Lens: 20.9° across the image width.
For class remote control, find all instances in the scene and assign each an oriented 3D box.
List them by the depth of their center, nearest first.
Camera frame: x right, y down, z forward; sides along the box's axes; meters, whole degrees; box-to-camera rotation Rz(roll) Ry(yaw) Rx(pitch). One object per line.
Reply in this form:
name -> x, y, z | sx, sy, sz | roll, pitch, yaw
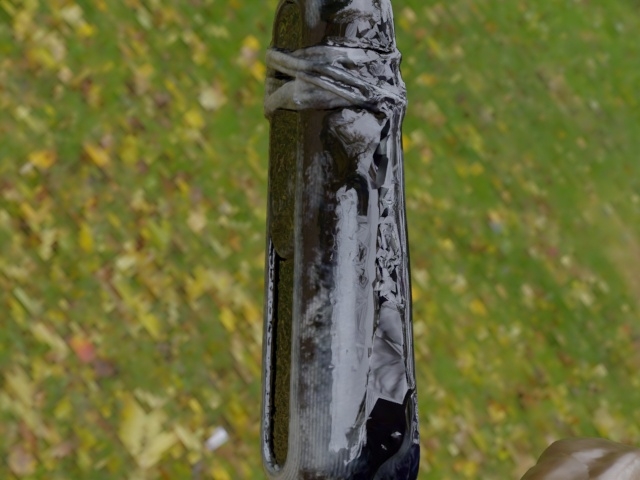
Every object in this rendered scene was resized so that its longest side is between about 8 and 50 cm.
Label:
remote control -> 0.000, 0.000, 0.806 | 0.066, 0.090, 0.266 | -6, 95, -40

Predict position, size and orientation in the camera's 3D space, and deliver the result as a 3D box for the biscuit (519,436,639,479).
biscuit -> 0.096, 0.279, 0.785 | 0.359, 0.074, 0.381 | 33, 70, -62
